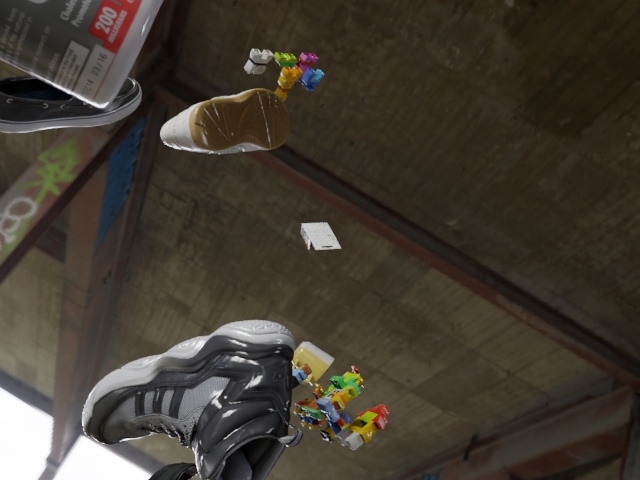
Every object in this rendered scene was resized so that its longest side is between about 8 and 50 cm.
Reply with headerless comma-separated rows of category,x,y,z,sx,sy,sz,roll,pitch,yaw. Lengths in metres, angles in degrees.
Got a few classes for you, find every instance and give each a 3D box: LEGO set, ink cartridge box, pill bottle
LEGO set,-0.078,-0.360,1.612,0.087,0.227,0.093,49,-58,18
ink cartridge box,0.000,0.000,1.591,0.062,0.115,0.029,-3,-58,-17
pill bottle,-0.308,-0.262,0.705,0.283,0.161,0.161,25,-31,-21

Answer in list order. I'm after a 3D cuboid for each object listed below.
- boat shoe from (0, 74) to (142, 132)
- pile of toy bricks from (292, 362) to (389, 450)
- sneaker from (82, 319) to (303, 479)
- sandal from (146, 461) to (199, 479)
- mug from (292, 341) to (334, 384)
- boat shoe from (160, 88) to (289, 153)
boat shoe,-0.354,-0.211,1.011,0.080,0.228,0.076,59,-38,23
pile of toy bricks,0.025,0.235,1.108,0.118,0.105,0.212,60,-23,-10
sneaker,-0.139,0.195,0.751,0.268,0.153,0.101,-26,-36,17
sandal,-0.275,0.436,1.123,0.107,0.445,0.168,52,-41,18
mug,-0.019,0.215,1.278,0.064,0.062,0.078,41,4,3
boat shoe,-0.147,-0.187,1.146,0.096,0.277,0.098,-3,-83,29
